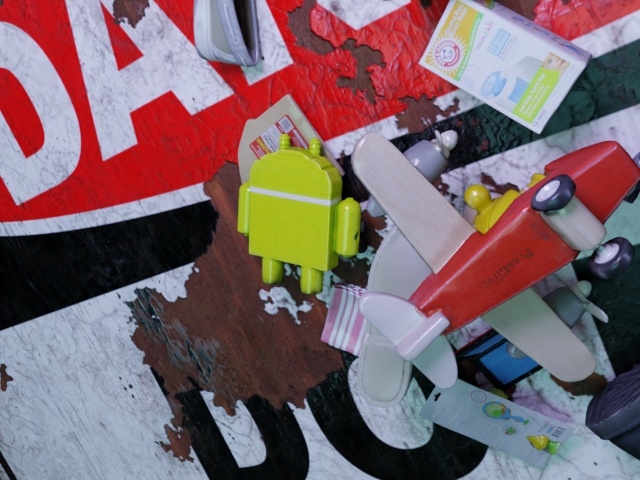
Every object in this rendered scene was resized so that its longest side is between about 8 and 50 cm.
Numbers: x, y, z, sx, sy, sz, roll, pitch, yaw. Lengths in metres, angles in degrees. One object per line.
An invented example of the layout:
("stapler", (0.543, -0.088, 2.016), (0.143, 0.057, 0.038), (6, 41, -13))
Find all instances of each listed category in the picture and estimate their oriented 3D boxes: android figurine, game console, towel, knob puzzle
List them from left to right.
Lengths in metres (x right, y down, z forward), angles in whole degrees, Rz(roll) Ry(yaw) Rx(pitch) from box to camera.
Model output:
("knob puzzle", (-0.069, -0.142, 1.231), (0.213, 0.030, 0.213), (10, 116, 22))
("android figurine", (-0.044, -0.048, 1.193), (0.248, 0.056, 0.273), (10, 107, 29))
("towel", (0.100, 0.171, 1.283), (0.197, 0.029, 0.144), (21, 120, 17))
("game console", (0.311, 0.199, 1.158), (0.144, 0.124, 0.085), (-43, 62, 34))

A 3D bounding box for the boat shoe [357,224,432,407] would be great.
("boat shoe", (0.153, 0.115, 1.173), (0.127, 0.113, 0.340), (9, 88, 24))

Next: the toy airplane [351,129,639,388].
("toy airplane", (0.238, 0.026, 1.003), (0.384, 0.272, 0.386), (3, 117, 9))

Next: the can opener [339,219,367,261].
("can opener", (0.000, 0.000, 1.249), (0.186, 0.073, 0.059), (-1, 152, 27))

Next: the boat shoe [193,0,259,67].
("boat shoe", (-0.142, -0.440, 1.092), (0.103, 0.118, 0.320), (16, 122, 14))

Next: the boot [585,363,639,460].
("boot", (0.668, 0.312, 0.952), (0.445, 0.146, 0.367), (39, 143, 6))

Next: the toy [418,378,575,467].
("toy", (0.312, 0.309, 1.215), (0.237, 0.056, 0.137), (25, 131, 7))

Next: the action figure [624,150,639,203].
("action figure", (0.505, -0.163, 0.895), (0.185, 0.099, 0.285), (36, 119, 17))

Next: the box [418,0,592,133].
("box", (0.261, -0.258, 0.967), (0.203, 0.103, 0.114), (34, 122, 10))
